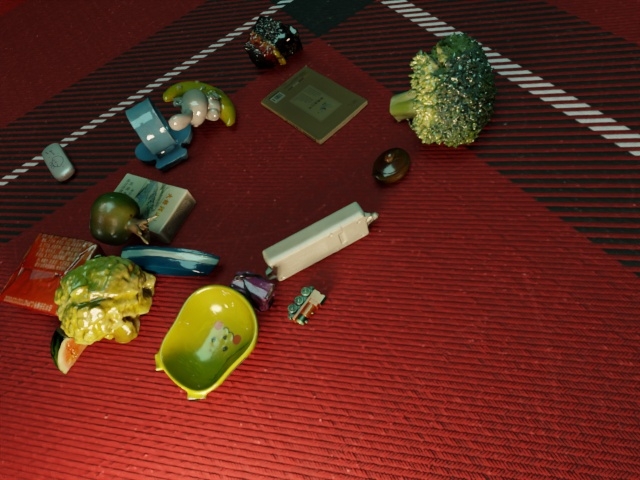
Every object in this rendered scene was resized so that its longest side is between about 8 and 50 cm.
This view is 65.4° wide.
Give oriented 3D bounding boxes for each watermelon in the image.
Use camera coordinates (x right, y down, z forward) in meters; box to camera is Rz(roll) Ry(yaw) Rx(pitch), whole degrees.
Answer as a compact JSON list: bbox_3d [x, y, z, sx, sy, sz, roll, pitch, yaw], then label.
[{"bbox_3d":[-0.683,0.278,1.357,0.094,0.125,0.135,-7,32,-24],"label":"watermelon"}]

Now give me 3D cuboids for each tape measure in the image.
[{"bbox_3d":[-0.174,0.128,1.266,0.118,0.125,0.074,22,61,11],"label":"tape measure"}]

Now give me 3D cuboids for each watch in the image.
[{"bbox_3d":[-0.536,-0.355,1.624,0.210,0.193,0.211,-8,57,13],"label":"watch"}]

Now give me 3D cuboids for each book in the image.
[{"bbox_3d":[-0.026,-0.455,1.649,0.217,0.021,0.310,-42,58,-12],"label":"book"}]

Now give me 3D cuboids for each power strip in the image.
[{"bbox_3d":[0.000,0.000,1.314,0.338,0.098,0.058,-28,53,-3],"label":"power strip"}]

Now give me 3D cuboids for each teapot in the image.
[{"bbox_3d":[0.195,-0.214,1.402,0.098,0.078,0.129,36,74,31],"label":"teapot"}]

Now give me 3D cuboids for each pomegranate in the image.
[{"bbox_3d":[-0.554,-0.055,1.408,0.191,0.131,0.152,11,97,13],"label":"pomegranate"}]

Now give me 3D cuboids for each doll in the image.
[{"bbox_3d":[-0.405,-0.447,1.661,0.237,0.111,0.252,1,49,-32],"label":"doll"}]

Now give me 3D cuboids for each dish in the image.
[{"bbox_3d":[-0.257,0.251,1.219,0.221,0.108,0.262,30,77,26],"label":"dish"}]

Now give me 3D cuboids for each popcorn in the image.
[{"bbox_3d":[-0.555,0.156,1.325,0.205,0.251,0.237,3,94,43],"label":"popcorn"}]

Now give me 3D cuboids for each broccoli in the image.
[{"bbox_3d":[0.343,-0.442,1.402,0.301,0.249,0.375,10,68,18],"label":"broccoli"}]

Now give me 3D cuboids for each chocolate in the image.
[{"bbox_3d":[-0.767,0.109,1.455,0.237,0.108,0.235,8,61,19],"label":"chocolate"}]

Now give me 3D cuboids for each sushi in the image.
[{"bbox_3d":[-0.181,-0.687,1.765,0.172,0.153,0.150,32,89,7],"label":"sushi"}]

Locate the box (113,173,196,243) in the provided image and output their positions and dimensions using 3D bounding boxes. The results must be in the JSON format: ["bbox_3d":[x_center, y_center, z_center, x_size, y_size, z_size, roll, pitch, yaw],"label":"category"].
[{"bbox_3d":[-0.536,-0.102,1.542,0.256,0.069,0.164,16,65,24],"label":"box"}]

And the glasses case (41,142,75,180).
[{"bbox_3d":[-0.933,-0.280,1.774,0.076,0.049,0.197,-37,57,-9],"label":"glasses case"}]

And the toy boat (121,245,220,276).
[{"bbox_3d":[-0.420,0.060,1.397,0.299,0.096,0.062,2,67,17],"label":"toy boat"}]

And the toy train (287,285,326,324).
[{"bbox_3d":[-0.037,0.166,1.257,0.064,0.044,0.103,33,72,19],"label":"toy train"}]
